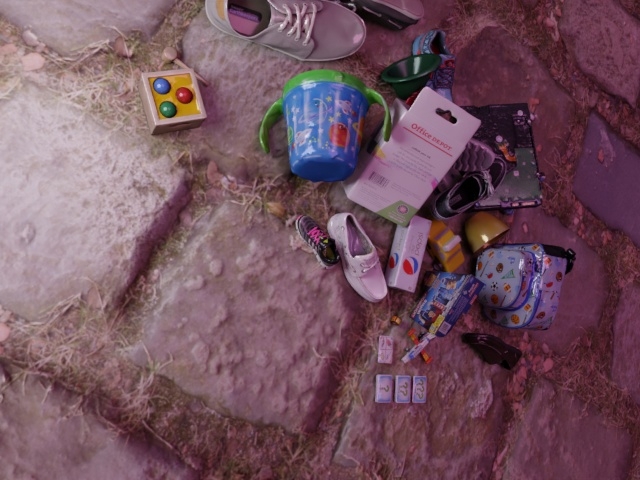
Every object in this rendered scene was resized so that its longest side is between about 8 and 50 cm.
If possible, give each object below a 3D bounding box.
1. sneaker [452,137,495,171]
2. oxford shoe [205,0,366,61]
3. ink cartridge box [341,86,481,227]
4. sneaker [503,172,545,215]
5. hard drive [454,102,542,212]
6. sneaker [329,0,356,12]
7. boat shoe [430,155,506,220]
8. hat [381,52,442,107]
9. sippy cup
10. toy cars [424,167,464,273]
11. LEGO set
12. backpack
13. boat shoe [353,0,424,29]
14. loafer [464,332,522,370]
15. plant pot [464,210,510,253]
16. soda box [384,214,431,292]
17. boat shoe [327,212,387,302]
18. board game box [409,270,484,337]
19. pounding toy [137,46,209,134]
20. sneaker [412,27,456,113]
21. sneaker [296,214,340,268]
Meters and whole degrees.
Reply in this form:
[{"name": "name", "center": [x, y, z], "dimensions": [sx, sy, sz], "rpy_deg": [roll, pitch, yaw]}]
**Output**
[{"name": "sneaker", "center": [0.384, -0.290, 1.574], "dimensions": [0.115, 0.281, 0.105], "rpy_deg": [-40, 141, -35]}, {"name": "oxford shoe", "center": [-0.077, -0.579, 1.429], "dimensions": [0.449, 0.130, 0.169], "rpy_deg": [5, 105, -23]}, {"name": "ink cartridge box", "center": [0.239, -0.236, 1.456], "dimensions": [0.207, 0.119, 0.353], "rpy_deg": [26, 114, -21]}, {"name": "sneaker", "center": [0.670, -0.161, 1.791], "dimensions": [0.211, 0.080, 0.081], "rpy_deg": [-32, 104, -16]}, {"name": "hard drive", "center": [0.565, -0.265, 1.708], "dimensions": [0.237, 0.064, 0.338], "rpy_deg": [-5, 80, -6]}, {"name": "sneaker", "center": [0.018, -0.658, 1.533], "dimensions": [0.191, 0.083, 0.071], "rpy_deg": [-17, 92, -25]}, {"name": "boat shoe", "center": [0.455, -0.165, 1.574], "dimensions": [0.306, 0.105, 0.113], "rpy_deg": [-29, 91, -23]}, {"name": "hat", "center": [0.284, -0.443, 1.639], "dimensions": [0.209, 0.173, 0.183], "rpy_deg": [-21, 124, 2]}, {"name": "sippy cup", "center": [0.010, -0.277, 1.379], "dimensions": [0.240, 0.305, 0.224], "rpy_deg": [17, 68, -36]}, {"name": "toy cars", "center": [0.383, -0.089, 1.631], "dimensions": [0.176, 0.087, 0.393], "rpy_deg": [8, 80, -25]}, {"name": "LEGO set", "center": [0.249, 0.341, 1.532], "dimensions": [0.182, 0.060, 0.244], "rpy_deg": [10, 79, -28]}, {"name": "backpack", "center": [0.600, 0.139, 1.621], "dimensions": [0.213, 0.276, 0.263], "rpy_deg": [1, 89, -21]}, {"name": "boat shoe", "center": [0.156, -0.703, 1.569], "dimensions": [0.335, 0.095, 0.112], "rpy_deg": [11, 66, -33]}, {"name": "loafer", "center": [0.534, 0.344, 1.652], "dimensions": [0.220, 0.080, 0.078], "rpy_deg": [25, 73, -21]}, {"name": "plant pot", "center": [0.506, -0.034, 1.672], "dimensions": [0.134, 0.134, 0.095], "rpy_deg": [-26, 72, -26]}, {"name": "soda box", "center": [0.249, 0.037, 1.549], "dimensions": [0.074, 0.069, 0.216], "rpy_deg": [18, 83, -23]}, {"name": "boat shoe", "center": [0.113, 0.049, 1.480], "dimensions": [0.098, 0.096, 0.277], "rpy_deg": [-34, 98, -26]}, {"name": "board game box", "center": [0.348, 0.167, 1.546], "dimensions": [0.060, 0.194, 0.194], "rpy_deg": [32, 91, -22]}, {"name": "pounding toy", "center": [-0.348, -0.384, 1.316], "dimensions": [0.181, 0.094, 0.206], "rpy_deg": [-16, 91, -26]}, {"name": "sneaker", "center": [0.363, -0.525, 1.656], "dimensions": [0.104, 0.125, 0.261], "rpy_deg": [-17, 91, -26]}, {"name": "sneaker", "center": [0.000, 0.000, 1.444], "dimensions": [0.063, 0.075, 0.170], "rpy_deg": [-36, 99, -25]}]
